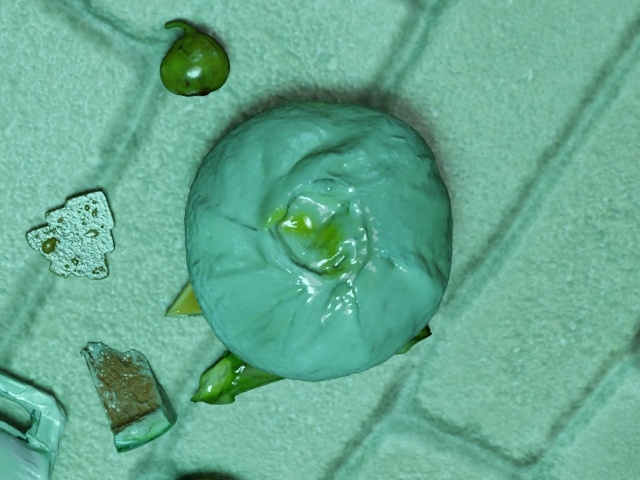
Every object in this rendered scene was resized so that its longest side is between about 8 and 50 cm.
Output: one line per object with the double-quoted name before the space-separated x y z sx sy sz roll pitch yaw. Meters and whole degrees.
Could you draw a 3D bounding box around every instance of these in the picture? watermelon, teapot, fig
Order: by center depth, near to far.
"fig" -0.156 -0.229 1.418 0.084 0.082 0.098 -4 91 30
"teapot" -0.440 0.293 1.504 0.178 0.221 0.163 16 142 -21
"watermelon" -0.256 0.217 1.544 0.098 0.121 0.158 -24 63 -16

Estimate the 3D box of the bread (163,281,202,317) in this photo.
"bread" -0.155 0.081 1.512 0.062 0.049 0.103 39 99 12

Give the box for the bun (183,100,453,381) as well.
"bun" 0.000 0.000 1.405 0.362 0.211 0.362 0 93 -8

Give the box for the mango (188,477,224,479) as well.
"mango" -0.190 0.413 1.568 0.221 0.120 0.151 -25 104 7

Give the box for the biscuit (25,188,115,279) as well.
"biscuit" -0.313 -0.010 1.483 0.119 0.019 0.130 30 100 -14

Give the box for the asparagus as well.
"asparagus" -0.018 0.147 1.538 0.343 0.082 0.085 -15 143 -2
